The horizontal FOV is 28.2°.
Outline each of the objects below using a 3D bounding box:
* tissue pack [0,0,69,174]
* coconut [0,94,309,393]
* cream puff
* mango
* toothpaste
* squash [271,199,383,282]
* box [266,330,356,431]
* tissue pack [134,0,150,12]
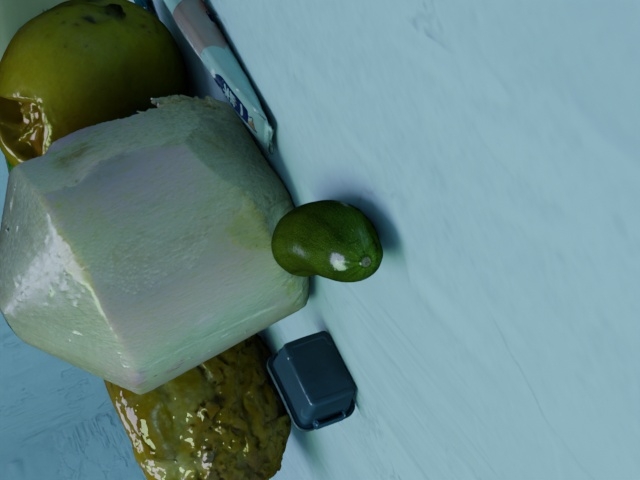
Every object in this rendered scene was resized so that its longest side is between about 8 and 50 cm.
[{"bbox_3d":[-0.396,-0.211,1.964,0.332,0.205,0.404,119,139,-77],"label":"tissue pack"},{"bbox_3d":[-0.196,0.009,1.357,0.297,0.310,0.297,58,163,29],"label":"coconut"},{"bbox_3d":[-0.167,0.228,1.820,0.343,0.231,0.327,73,174,-51],"label":"cream puff"},{"bbox_3d":[-0.267,-0.148,1.570,0.182,0.253,0.365,33,161,23],"label":"mango"},{"bbox_3d":[-0.099,-0.177,1.287,0.205,0.036,0.056,58,166,22],"label":"toothpaste"},{"bbox_3d":[0.000,0.000,1.098,0.258,0.069,0.069,-178,66,-76],"label":"squash"},{"bbox_3d":[-0.006,0.148,1.381,0.099,0.074,0.054,62,153,23],"label":"box"},{"bbox_3d":[-0.246,-0.345,1.638,0.085,0.028,0.138,-126,13,-58],"label":"tissue pack"}]
